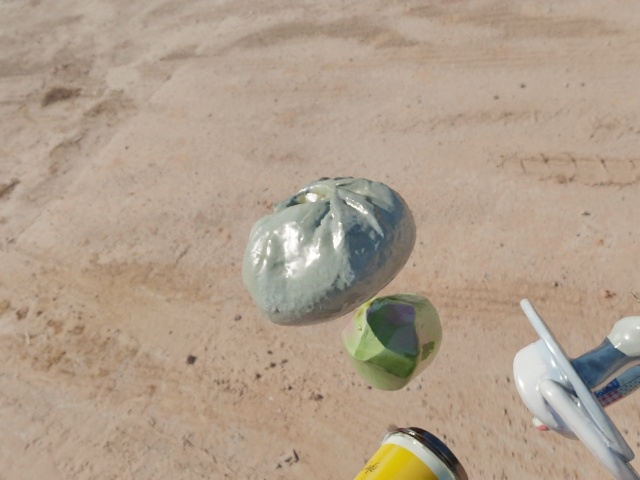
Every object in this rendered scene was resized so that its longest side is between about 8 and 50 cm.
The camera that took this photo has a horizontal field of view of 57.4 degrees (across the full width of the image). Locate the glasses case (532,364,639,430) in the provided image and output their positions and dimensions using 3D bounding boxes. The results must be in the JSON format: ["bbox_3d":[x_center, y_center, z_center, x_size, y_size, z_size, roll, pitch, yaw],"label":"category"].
[{"bbox_3d":[0.689,0.395,1.490,0.327,0.125,0.076,-40,76,27],"label":"glasses case"}]

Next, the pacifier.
[{"bbox_3d":[0.344,0.152,0.678,0.207,0.279,0.227,-38,61,12],"label":"pacifier"}]

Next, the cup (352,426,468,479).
[{"bbox_3d":[0.127,0.484,1.067,0.279,0.196,0.196,-31,43,-33],"label":"cup"}]

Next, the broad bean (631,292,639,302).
[{"bbox_3d":[0.831,0.079,1.336,0.318,0.056,0.098,-29,79,-31],"label":"broad bean"}]

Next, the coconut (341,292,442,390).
[{"bbox_3d":[0.153,0.222,1.300,0.236,0.205,0.236,-6,10,1],"label":"coconut"}]

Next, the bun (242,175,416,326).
[{"bbox_3d":[-0.004,0.004,1.092,0.354,0.194,0.354,-25,25,12],"label":"bun"}]
